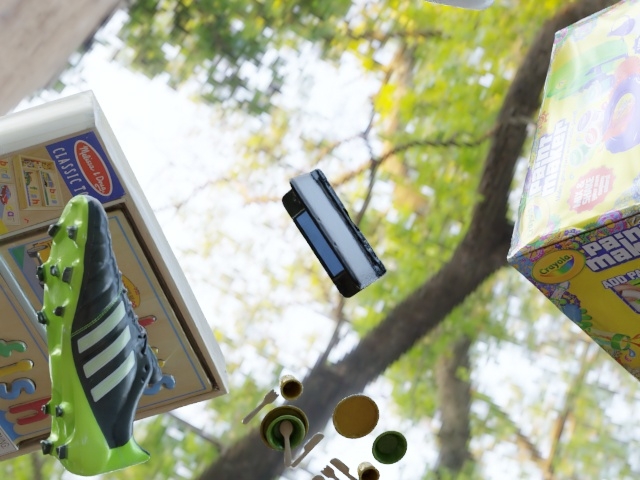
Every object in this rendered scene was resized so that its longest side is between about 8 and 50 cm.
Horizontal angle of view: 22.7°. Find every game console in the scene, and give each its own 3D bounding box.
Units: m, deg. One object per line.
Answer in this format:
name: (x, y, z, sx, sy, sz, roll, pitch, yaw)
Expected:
game console: (0.000, 0.000, 1.516, 0.122, 0.071, 0.107, 57, -38, 3)

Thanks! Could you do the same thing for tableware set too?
tableware set: (0.009, 0.187, 1.544, 0.104, 0.024, 0.154, -46, -68, 4)

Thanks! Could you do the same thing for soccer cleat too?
soccer cleat: (-0.138, 0.060, 1.008, 0.060, 0.072, 0.179, 10, -80, 57)

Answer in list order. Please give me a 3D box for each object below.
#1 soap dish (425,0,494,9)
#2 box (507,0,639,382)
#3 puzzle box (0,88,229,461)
soap dish: (-0.013, -0.256, 0.933, 0.229, 0.291, 0.118, 6, -60, -32)
box: (0.342, -0.037, 1.463, 0.177, 0.290, 0.279, -22, -51, 41)
puzzle box: (-0.268, 0.051, 1.493, 0.272, 0.052, 0.409, -18, -42, 4)
